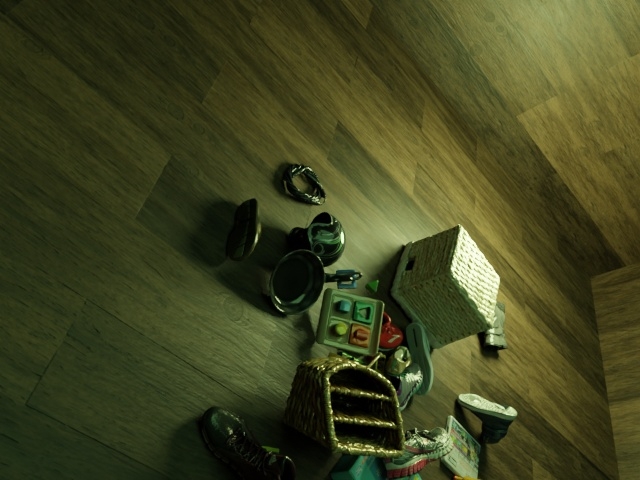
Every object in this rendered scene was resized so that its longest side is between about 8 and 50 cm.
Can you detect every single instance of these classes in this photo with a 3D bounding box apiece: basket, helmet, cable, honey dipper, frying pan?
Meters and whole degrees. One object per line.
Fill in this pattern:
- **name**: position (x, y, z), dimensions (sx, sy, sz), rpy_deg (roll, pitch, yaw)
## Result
- **basket**: position (0.488, 0.176, 2.190), dimensions (0.331, 0.267, 0.328), rpy_deg (51, 38, -20)
- **helmet**: position (0.000, 0.000, 1.789), dimensions (0.162, 0.169, 0.169), rpy_deg (-16, 82, -35)
- **cable**: position (-0.054, -0.197, 1.933), dimensions (0.185, 0.047, 0.150), rpy_deg (10, 62, -46)
- **honey dipper**: position (0.154, 0.390, 1.782), dimensions (0.161, 0.031, 0.030), rpy_deg (-32, 95, -53)
- **frying pan**: position (-0.023, 0.094, 1.702), dimensions (0.326, 0.053, 0.197), rpy_deg (-30, 118, -31)
- **basket**: position (0.091, 0.441, 1.536), dimensions (0.299, 0.223, 0.213), rpy_deg (23, 80, -38)

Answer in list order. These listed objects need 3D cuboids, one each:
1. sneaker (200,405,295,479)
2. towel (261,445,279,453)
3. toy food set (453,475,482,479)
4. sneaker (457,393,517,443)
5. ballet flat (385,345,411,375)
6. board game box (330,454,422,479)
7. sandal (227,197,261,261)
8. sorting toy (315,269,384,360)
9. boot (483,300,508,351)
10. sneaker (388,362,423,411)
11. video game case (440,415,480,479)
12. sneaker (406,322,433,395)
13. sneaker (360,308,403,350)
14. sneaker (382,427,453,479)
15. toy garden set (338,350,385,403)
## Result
- **sneaker**: position (-0.145, 0.485, 1.311), dimensions (0.281, 0.162, 0.106), rpy_deg (51, 47, -4)
- **towel**: position (-0.138, 0.623, 1.381), dimensions (0.102, 0.021, 0.237), rpy_deg (23, 53, -40)
- **toy food set**: position (0.473, 0.914, 1.910), dimensions (0.111, 0.105, 0.232), rpy_deg (37, 61, -50)
- **sneaker**: position (0.618, 0.692, 2.195), dimensions (0.226, 0.163, 0.086), rpy_deg (18, 25, 7)
- **ballet flat**: position (0.271, 0.395, 1.920), dimensions (0.206, 0.073, 0.067), rpy_deg (-22, 126, -72)
- **board game box**: position (0.192, 0.733, 1.663), dimensions (0.254, 0.079, 0.335), rpy_deg (-35, 97, -53)
- **sandal**: position (-0.209, -0.027, 1.638), dimensions (0.060, 0.090, 0.219), rpy_deg (59, 24, -45)
- **sorting toy**: position (0.095, 0.249, 1.752), dimensions (0.196, 0.047, 0.347), rpy_deg (14, 67, -8)
- **boot**: position (0.726, 0.360, 2.497), dimensions (0.338, 0.118, 0.222), rpy_deg (23, 58, -36)
- **sneaker**: position (0.277, 0.465, 1.893), dimensions (0.223, 0.083, 0.098), rpy_deg (-48, 128, -48)
- **video game case**: position (0.513, 0.773, 2.072), dimensions (0.201, 0.023, 0.183), rpy_deg (47, 40, -20)
- **sneaker**: position (0.363, 0.425, 2.038), dimensions (0.091, 0.094, 0.257), rpy_deg (33, 52, -56)
- **sneaker**: position (0.195, 0.288, 1.890), dimensions (0.279, 0.118, 0.107), rpy_deg (29, 50, -37)
- **sneaker**: position (0.294, 0.609, 1.695), dimensions (0.299, 0.121, 0.111), rpy_deg (-1, 68, -51)
- **toy garden set**: position (0.138, 0.432, 1.797), dimensions (0.204, 0.049, 0.244), rpy_deg (34, 47, -34)
